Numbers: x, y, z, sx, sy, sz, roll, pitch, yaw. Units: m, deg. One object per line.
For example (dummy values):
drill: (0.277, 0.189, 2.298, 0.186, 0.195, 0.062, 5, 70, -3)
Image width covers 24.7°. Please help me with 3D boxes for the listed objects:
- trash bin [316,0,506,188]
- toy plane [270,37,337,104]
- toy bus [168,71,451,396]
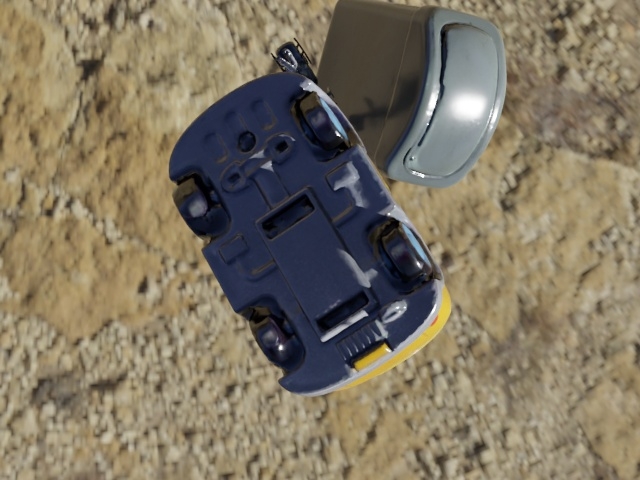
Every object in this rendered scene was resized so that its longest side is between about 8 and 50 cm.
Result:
trash bin: (0.086, -0.157, 1.500, 0.101, 0.236, 0.177, 8, 101, -30)
toy plane: (-0.016, -0.163, 1.473, 0.031, 0.049, 0.121, -34, 136, 5)
toy bus: (0.000, 0.000, 0.985, 0.126, 0.136, 0.210, -34, 71, 10)
